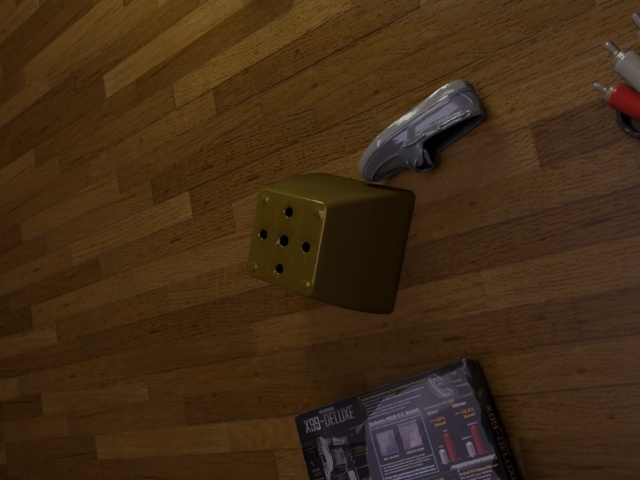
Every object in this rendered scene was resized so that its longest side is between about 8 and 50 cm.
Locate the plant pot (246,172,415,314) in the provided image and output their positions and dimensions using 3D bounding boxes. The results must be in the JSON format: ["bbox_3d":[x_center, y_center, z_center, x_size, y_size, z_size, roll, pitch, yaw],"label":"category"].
[{"bbox_3d":[0.000,0.000,1.036,0.212,0.187,0.212,16,100,38],"label":"plant pot"}]

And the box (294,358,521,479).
[{"bbox_3d":[0.129,0.341,0.952,0.307,0.076,0.243,-25,69,23],"label":"box"}]

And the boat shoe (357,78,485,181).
[{"bbox_3d":[0.154,-0.150,0.982,0.227,0.079,0.081,-39,63,28],"label":"boat shoe"}]

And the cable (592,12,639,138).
[{"bbox_3d":[0.428,-0.135,0.722,0.140,0.072,0.287,103,149,-42],"label":"cable"}]
